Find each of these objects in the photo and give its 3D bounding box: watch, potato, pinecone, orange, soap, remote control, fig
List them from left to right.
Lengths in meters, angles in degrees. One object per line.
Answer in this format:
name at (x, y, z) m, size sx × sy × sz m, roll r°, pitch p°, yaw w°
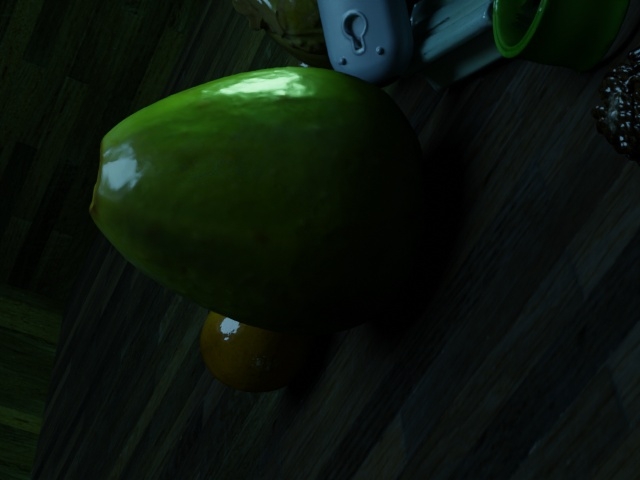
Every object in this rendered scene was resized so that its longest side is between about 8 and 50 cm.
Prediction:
fig at (-0.055, -0.037, 1.119) m, size 0.258 × 0.326 × 0.258 m, roll -179°, pitch 90°, yaw -64°
orange at (-0.063, 0.098, 1.340) m, size 0.156 × 0.124 × 0.156 m, roll -58°, pitch 3°, yaw 6°
remote control at (0.031, -0.268, 1.165) m, size 0.087 × 0.047 × 0.244 m, roll -12°, pitch 91°, yaw 28°
potato at (0.065, -0.302, 1.311) m, size 0.299 × 0.196 × 0.246 m, roll -27°, pitch 7°, yaw 33°
soap at (0.148, -0.221, 1.140) m, size 0.198 × 0.063 × 0.114 m, roll -16°, pitch 56°, yaw 69°
watch at (0.187, -0.206, 0.919) m, size 0.165 × 0.131 × 0.152 m, roll -111°, pitch 34°, yaw -64°
pinecone at (0.219, -0.089, 0.769) m, size 0.083 × 0.077 × 0.077 m, roll -41°, pitch 12°, yaw -13°
